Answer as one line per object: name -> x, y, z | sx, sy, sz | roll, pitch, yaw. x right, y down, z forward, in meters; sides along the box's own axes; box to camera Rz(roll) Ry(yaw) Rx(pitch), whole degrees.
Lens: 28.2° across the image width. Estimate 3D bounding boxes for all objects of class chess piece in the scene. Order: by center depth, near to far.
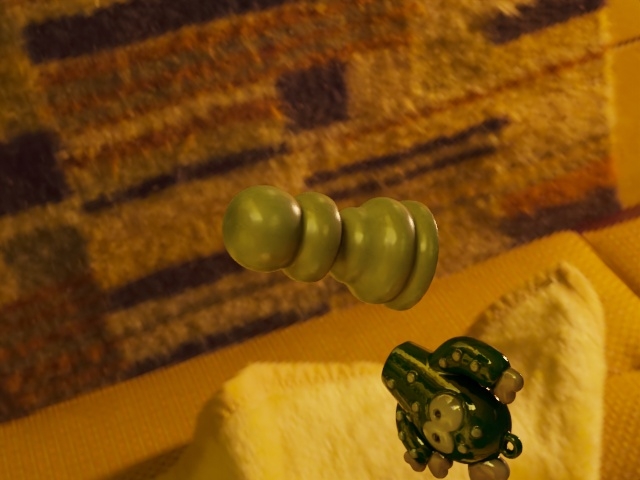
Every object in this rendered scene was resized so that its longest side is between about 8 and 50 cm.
chess piece -> 0.000, 0.000, 1.540 | 0.251, 0.144, 0.144 | 10, 116, -27

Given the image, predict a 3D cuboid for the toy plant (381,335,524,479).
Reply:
toy plant -> 0.197, 0.248, 1.864 | 0.113, 0.243, 0.232 | -21, 110, -45
